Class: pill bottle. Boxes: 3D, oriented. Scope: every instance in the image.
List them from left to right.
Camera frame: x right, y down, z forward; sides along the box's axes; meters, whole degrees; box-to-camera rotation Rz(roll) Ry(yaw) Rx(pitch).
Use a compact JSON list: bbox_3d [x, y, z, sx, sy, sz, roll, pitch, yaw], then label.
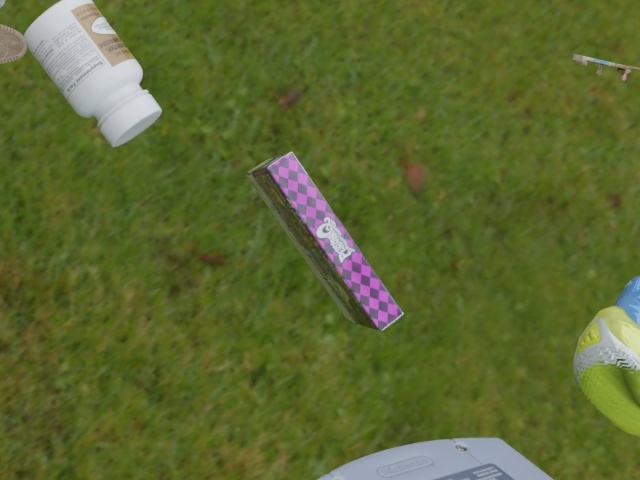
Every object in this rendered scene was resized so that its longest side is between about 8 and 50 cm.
[{"bbox_3d":[-0.365,-0.273,2.150,0.229,0.131,0.131,53,40,2],"label":"pill bottle"}]

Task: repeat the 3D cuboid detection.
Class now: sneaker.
[{"bbox_3d":[-0.367,-0.201,1.357,0.118,0.067,0.042,-4,98,-29],"label":"sneaker"},{"bbox_3d":[0.286,0.113,0.921,0.240,0.091,0.126,43,50,-13],"label":"sneaker"}]

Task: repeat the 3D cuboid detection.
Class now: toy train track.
[{"bbox_3d":[0.242,-0.149,1.139,0.083,0.048,0.014,2,103,-49],"label":"toy train track"}]

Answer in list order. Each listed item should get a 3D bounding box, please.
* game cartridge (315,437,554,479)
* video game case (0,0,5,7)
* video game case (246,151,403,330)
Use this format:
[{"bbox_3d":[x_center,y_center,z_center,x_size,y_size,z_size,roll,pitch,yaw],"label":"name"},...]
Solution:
[{"bbox_3d":[0.121,0.278,1.302,0.297,0.062,0.198,-7,27,-40],"label":"game cartridge"},{"bbox_3d":[-0.163,-0.244,0.600,0.023,0.193,0.212,3,71,3],"label":"video game case"},{"bbox_3d":[0.000,0.000,1.604,0.042,0.210,0.232,-35,96,-7],"label":"video game case"}]
